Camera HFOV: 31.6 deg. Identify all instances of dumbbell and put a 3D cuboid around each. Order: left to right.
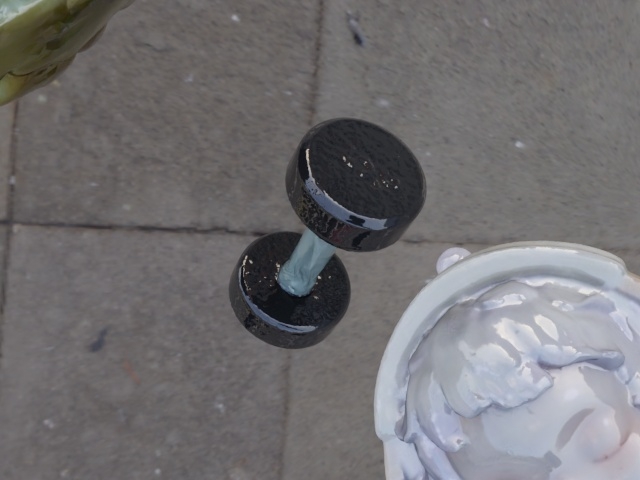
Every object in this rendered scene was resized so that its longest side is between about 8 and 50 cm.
[{"bbox_3d":[0.000,0.000,0.865,0.100,0.100,0.191,47,142,12],"label":"dumbbell"}]

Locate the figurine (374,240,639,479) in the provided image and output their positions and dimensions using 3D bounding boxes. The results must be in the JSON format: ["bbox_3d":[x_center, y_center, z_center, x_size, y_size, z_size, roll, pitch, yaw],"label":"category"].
[{"bbox_3d":[0.112,0.105,0.504,0.162,0.141,0.236,-29,81,17],"label":"figurine"}]

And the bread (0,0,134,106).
[{"bbox_3d":[-0.187,-0.202,0.689,0.160,0.333,0.333,44,103,10],"label":"bread"}]
